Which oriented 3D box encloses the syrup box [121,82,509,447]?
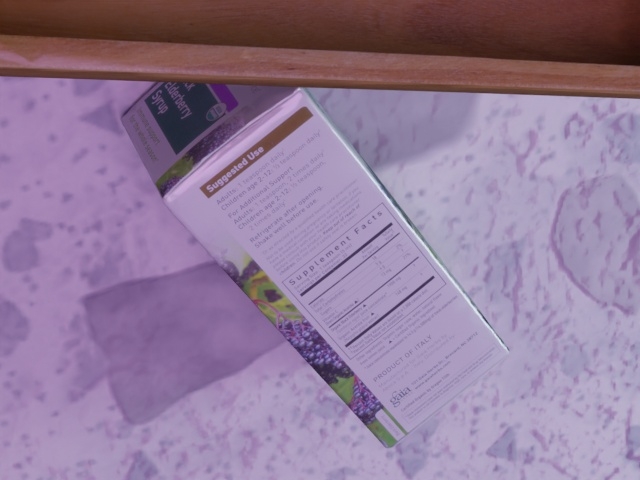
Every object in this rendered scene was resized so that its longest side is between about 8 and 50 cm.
[{"bbox_3d":[0.000,0.000,0.911,0.096,0.093,0.237,-39,127,3],"label":"syrup box"}]

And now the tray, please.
[{"bbox_3d":[0.026,-0.174,0.782,0.411,0.076,0.203,0,91,-24],"label":"tray"}]
